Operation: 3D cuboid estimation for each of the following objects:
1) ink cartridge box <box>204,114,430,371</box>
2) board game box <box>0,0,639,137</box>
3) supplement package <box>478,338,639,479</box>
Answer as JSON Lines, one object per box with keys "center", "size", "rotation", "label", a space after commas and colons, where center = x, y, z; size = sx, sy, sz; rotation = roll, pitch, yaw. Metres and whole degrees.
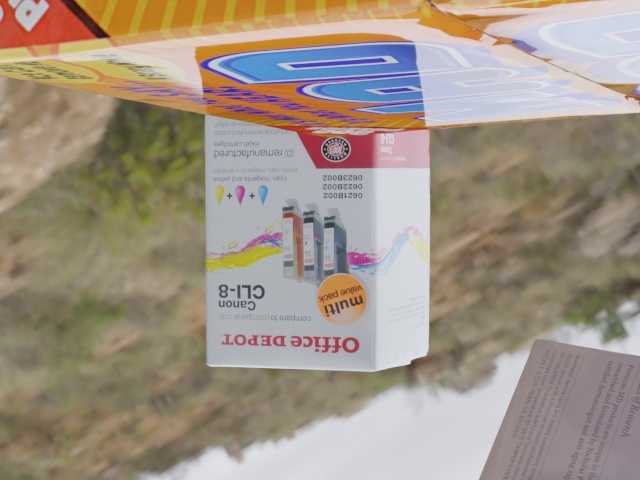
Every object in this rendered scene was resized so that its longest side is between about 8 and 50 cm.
{"center": [0.000, 0.000, 1.131], "size": [0.128, 0.176, 0.127], "rotation": [0, -178, 20], "label": "ink cartridge box"}
{"center": [0.088, -0.241, 0.633], "size": [0.356, 0.356, 0.356], "rotation": [-3, 178, 22], "label": "board game box"}
{"center": [0.240, 0.195, 0.896], "size": [0.293, 0.177, 0.175], "rotation": [8, -134, 23], "label": "supplement package"}
